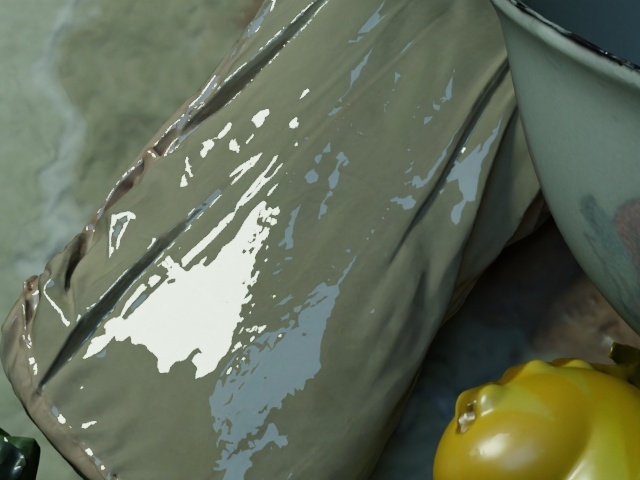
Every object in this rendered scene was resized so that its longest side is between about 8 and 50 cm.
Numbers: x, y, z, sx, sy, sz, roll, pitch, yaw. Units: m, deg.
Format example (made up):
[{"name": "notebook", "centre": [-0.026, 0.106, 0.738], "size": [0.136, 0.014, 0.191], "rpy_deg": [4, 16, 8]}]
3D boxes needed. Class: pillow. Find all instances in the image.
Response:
[{"name": "pillow", "centre": [0.000, 0.000, 0.764], "size": [0.173, 0.067, 0.270], "rpy_deg": [35, 77, 18]}]

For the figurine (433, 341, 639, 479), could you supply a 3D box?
[{"name": "figurine", "centre": [0.102, 0.155, 0.652], "size": [0.156, 0.131, 0.246], "rpy_deg": [-16, 75, 48]}]

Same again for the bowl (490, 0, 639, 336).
[{"name": "bowl", "centre": [0.207, -0.007, 0.648], "size": [0.345, 0.345, 0.157], "rpy_deg": [13, 114, 16]}]

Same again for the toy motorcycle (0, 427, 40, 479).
[{"name": "toy motorcycle", "centre": [-0.192, 0.156, 0.696], "size": [0.205, 0.127, 0.275], "rpy_deg": [-1, 60, 8]}]
